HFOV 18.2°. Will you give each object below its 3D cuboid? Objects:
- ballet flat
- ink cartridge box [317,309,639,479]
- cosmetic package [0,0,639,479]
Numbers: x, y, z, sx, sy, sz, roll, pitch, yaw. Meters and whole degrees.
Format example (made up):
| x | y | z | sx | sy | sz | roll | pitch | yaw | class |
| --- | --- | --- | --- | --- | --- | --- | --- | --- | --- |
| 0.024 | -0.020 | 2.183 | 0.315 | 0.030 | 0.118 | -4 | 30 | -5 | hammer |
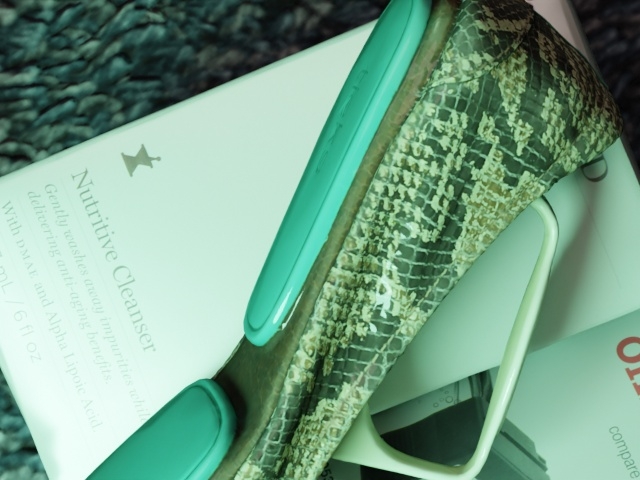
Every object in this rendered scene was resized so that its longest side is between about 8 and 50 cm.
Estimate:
| x | y | z | sx | sy | sz | roll | pitch | yaw | class |
| --- | --- | --- | --- | --- | --- | --- | --- | --- | --- |
| -0.002 | 0.094 | 1.054 | 0.182 | 0.164 | 0.483 | 34 | 94 | -14 | ballet flat |
| 0.107 | 0.197 | 1.154 | 0.307 | 0.129 | 0.223 | -22 | 43 | 2 | ink cartridge box |
| 0.000 | 0.000 | 1.192 | 0.385 | 0.156 | 0.217 | -24 | 90 | 9 | cosmetic package |
